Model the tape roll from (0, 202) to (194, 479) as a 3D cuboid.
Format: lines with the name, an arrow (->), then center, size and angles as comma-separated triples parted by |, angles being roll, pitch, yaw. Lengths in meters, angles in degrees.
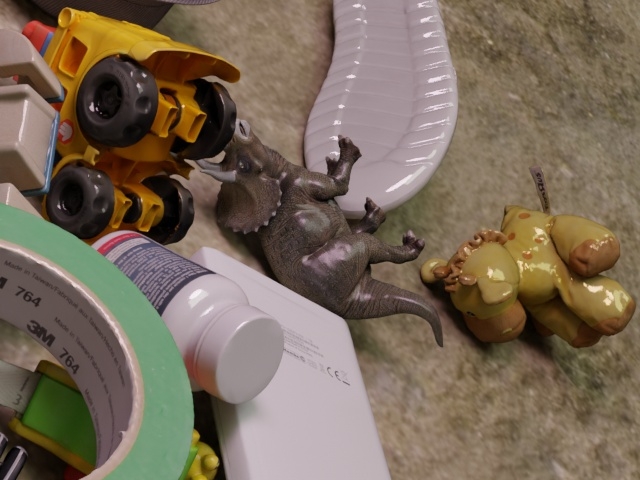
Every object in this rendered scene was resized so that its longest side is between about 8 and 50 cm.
tape roll -> -0.251, 0.107, 1.211 | 0.321, 0.077, 0.321 | 22, 40, -19

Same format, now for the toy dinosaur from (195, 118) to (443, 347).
toy dinosaur -> 0.000, 0.000, 1.714 | 0.160, 0.121, 0.313 | -38, 98, -19

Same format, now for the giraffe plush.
giraffe plush -> 0.217, 0.043, 1.858 | 0.170, 0.181, 0.210 | -25, 86, -31

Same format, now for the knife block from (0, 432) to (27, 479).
knife block -> -0.299, 0.241, 1.193 | 0.242, 0.088, 0.275 | 3, 53, -42

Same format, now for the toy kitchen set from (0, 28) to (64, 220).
toy kitchen set -> -0.307, -0.060, 1.455 | 0.122, 0.166, 0.207 | 59, 31, -57

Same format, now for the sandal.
sandal -> 0.084, -0.168, 1.940 | 0.102, 0.169, 0.416 | 72, 20, -46

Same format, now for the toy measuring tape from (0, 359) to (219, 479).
toy measuring tape -> -0.202, 0.142, 1.340 | 0.330, 0.121, 0.121 | 28, 40, -37

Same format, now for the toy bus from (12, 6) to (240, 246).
toy bus -> -0.212, -0.105, 1.551 | 0.211, 0.220, 0.149 | 30, 13, 30

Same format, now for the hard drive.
hard drive -> -0.020, 0.161, 1.534 | 0.203, 0.040, 0.307 | 30, 31, -38

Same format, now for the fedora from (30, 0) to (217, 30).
fedora -> -0.228, -0.297, 1.734 | 0.275, 0.124, 0.243 | 38, 35, -3

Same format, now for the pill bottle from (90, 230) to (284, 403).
pill bottle -> -0.123, 0.069, 1.447 | 0.180, 0.108, 0.108 | 25, 21, 37
